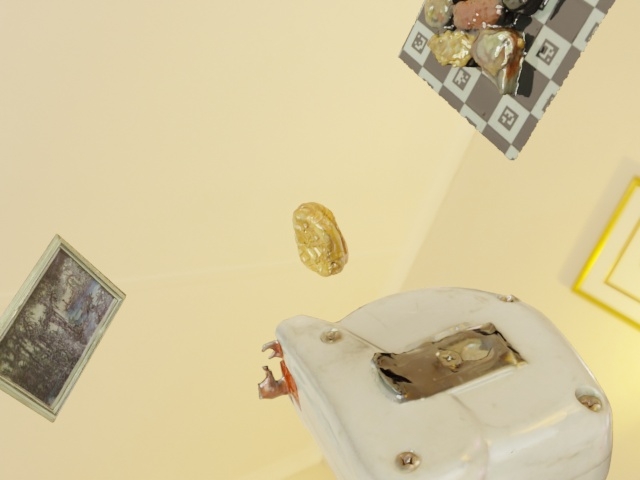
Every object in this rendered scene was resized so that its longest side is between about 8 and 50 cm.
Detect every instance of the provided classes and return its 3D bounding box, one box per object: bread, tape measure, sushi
[{"bbox_3d":[0.000,0.000,1.001,0.044,0.083,0.111,-33,-46,-25],"label":"bread"},{"bbox_3d":[0.100,0.142,0.673,0.265,0.258,0.130,-19,-60,-15],"label":"tape measure"},{"bbox_3d":[0.277,-0.373,1.235,0.064,0.343,0.359,-5,-46,-40],"label":"sushi"}]

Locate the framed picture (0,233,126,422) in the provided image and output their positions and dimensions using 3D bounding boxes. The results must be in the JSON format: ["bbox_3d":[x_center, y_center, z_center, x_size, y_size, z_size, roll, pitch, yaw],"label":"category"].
[{"bbox_3d":[-0.314,0.105,0.898,0.142,0.011,0.183,56,-130,-45],"label":"framed picture"}]
